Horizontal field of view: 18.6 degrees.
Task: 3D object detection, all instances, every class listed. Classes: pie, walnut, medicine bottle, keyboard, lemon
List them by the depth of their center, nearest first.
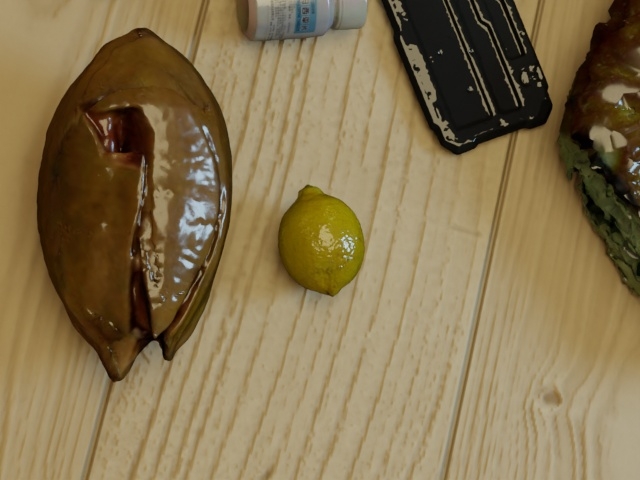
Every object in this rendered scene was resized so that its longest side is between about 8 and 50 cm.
[{"bbox_3d":[-0.127,-0.026,1.336,0.137,0.137,0.245,4,87,-12],"label":"walnut"},{"bbox_3d":[0.000,0.000,1.391,0.062,0.062,0.083,-8,79,-15],"label":"lemon"},{"bbox_3d":[-0.014,-0.174,1.429,0.089,0.052,0.052,-5,80,-15],"label":"medicine bottle"},{"bbox_3d":[0.344,-0.063,1.466,0.288,0.103,0.354,-35,84,-17],"label":"pie"},{"bbox_3d":[0.089,-0.197,1.478,0.106,0.016,0.262,-20,84,-16],"label":"keyboard"}]
